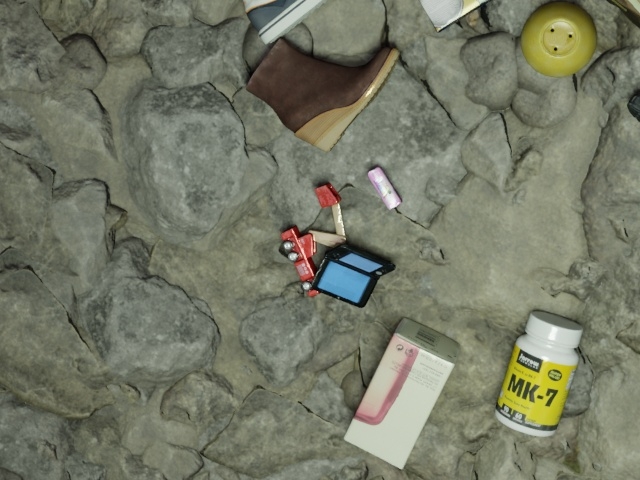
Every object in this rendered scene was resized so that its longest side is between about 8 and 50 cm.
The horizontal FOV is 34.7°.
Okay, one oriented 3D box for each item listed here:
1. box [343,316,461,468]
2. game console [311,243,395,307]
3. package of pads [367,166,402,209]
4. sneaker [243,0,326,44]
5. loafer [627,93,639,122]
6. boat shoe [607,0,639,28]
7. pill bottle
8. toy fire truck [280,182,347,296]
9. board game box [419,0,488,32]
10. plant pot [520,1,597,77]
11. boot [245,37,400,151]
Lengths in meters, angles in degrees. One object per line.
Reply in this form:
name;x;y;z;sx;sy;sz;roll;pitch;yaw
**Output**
box;0.156;0.284;1.931;0.127;0.148;0.232;26;103;7
game console;0.062;0.068;1.932;0.122;0.107;0.071;22;66;-21
package of pads;0.121;-0.099;1.926;0.032;0.050;0.083;-33;91;10
sneaker;-0.007;-0.494;1.850;0.321;0.126;0.127;-32;96;16
loafer;0.647;-0.206;1.788;0.223;0.076;0.078;27;90;8
boat shoe;0.559;-0.419;1.775;0.190;0.068;0.072;42;93;3
pill bottle;0.405;0.244;1.887;0.119;0.119;0.208;16;102;9
toy fire truck;0.000;0.000;1.970;0.135;0.047;0.192;-24;95;13
board game box;0.274;-0.507;1.830;0.243;0.042;0.165;-30;92;15
plant pot;0.419;-0.354;1.797;0.134;0.095;0.134;2;99;11
boot;0.002;-0.309;1.895;0.207;0.090;0.248;41;108;1
